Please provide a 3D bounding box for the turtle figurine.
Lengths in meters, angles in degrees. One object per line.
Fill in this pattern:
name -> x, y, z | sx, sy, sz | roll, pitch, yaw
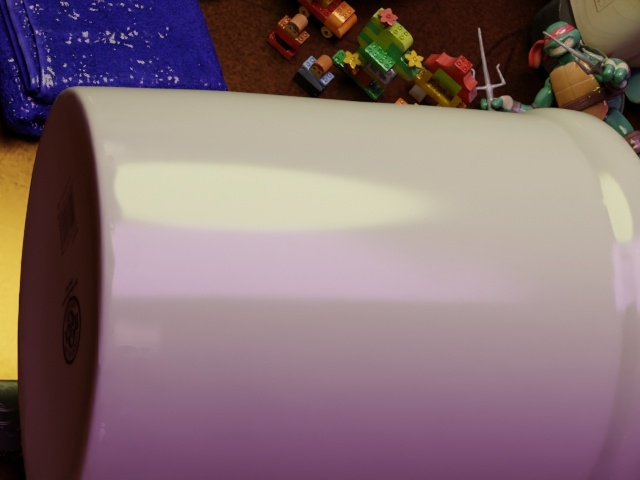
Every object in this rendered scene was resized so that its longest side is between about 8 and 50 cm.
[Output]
turtle figurine -> 0.266, -0.141, 1.590 | 0.118, 0.175, 0.234 | -24, 87, -41

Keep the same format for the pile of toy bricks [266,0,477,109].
pile of toy bricks -> 0.056, -0.191, 1.546 | 0.212, 0.105, 0.118 | 41, 55, 0

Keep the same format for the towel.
towel -> -0.226, -0.252, 1.465 | 0.227, 0.076, 0.308 | -10, 69, -28

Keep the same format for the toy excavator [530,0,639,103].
toy excavator -> 0.468, -0.234, 1.717 | 0.445, 0.222, 0.433 | 5, 64, -32

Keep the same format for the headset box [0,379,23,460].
headset box -> -0.274, 0.146, 1.261 | 0.083, 0.032, 0.062 | 5, 63, -25

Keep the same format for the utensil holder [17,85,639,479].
utensil holder -> 0.000, 0.057, 1.103 | 0.385, 0.327, 0.328 | 2, 64, -21
